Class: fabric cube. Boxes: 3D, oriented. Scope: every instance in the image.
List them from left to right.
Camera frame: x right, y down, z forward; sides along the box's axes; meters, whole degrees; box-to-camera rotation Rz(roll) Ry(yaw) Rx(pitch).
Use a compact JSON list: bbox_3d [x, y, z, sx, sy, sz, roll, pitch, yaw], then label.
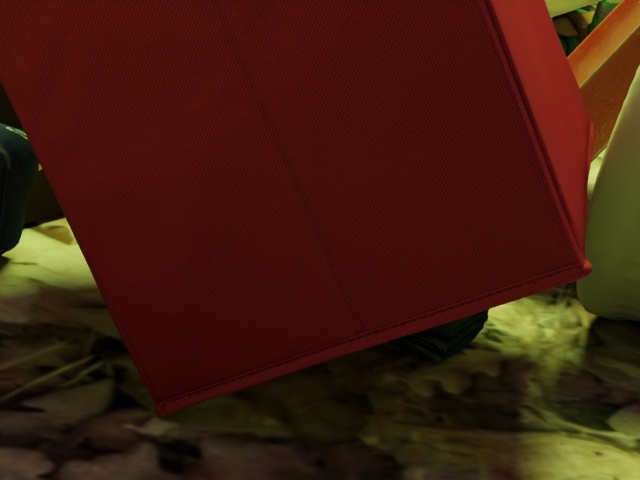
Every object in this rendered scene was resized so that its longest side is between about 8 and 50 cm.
[{"bbox_3d":[-0.006,-0.099,1.053,0.259,0.258,0.254,-20,16,15],"label":"fabric cube"}]

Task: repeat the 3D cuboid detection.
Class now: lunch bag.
[{"bbox_3d":[-0.218,-0.030,1.153,0.067,0.098,0.065,17,24,9],"label":"lunch bag"}]

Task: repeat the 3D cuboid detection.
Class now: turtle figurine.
[{"bbox_3d":[0.239,-0.205,1.770,0.234,0.118,0.175,-15,7,-13],"label":"turtle figurine"}]

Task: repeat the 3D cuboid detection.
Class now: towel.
[{"bbox_3d":[0.040,0.039,1.167,0.119,0.029,0.067,17,24,26],"label":"towel"}]

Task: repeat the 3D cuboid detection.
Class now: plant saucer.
[{"bbox_3d":[0.192,-0.102,1.347,0.048,0.258,0.259,42,21,-2],"label":"plant saucer"}]

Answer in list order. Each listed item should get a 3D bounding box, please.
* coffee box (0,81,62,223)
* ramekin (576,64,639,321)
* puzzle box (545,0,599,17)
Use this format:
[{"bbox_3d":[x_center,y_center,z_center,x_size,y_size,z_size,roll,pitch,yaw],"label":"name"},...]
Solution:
[{"bbox_3d":[-0.150,-0.129,1.346,0.119,0.168,0.297,21,25,32],"label":"coffee box"},{"bbox_3d":[0.281,-0.055,1.182,0.135,0.277,0.277,25,25,20],"label":"ramekin"},{"bbox_3d":[0.119,-0.258,1.790,0.272,0.052,0.409,-18,20,6],"label":"puzzle box"}]
